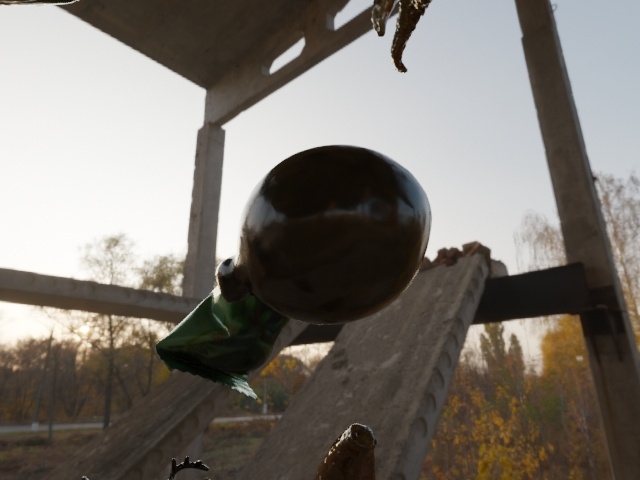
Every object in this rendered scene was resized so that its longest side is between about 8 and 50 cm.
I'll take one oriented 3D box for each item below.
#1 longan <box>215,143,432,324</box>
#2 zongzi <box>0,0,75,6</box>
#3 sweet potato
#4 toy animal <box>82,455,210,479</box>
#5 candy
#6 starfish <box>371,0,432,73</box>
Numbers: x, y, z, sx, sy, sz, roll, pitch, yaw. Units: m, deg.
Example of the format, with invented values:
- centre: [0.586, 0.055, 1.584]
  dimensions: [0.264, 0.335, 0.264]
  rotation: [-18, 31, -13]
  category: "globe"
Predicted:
- centre: [0.000, 0.000, 0.406]
  dimensions: [0.205, 0.159, 0.185]
  rotation: [-25, 0, -1]
  category: "longan"
- centre: [-0.535, -0.496, 0.763]
  dimensions: [0.275, 0.125, 0.251]
  rotation: [-3, 6, -14]
  category: "zongzi"
- centre: [0.021, 0.269, 0.366]
  dimensions: [0.078, 0.255, 0.058]
  rotation: [-2, 3, 24]
  category: "sweet potato"
- centre: [-0.346, 0.529, 0.848]
  dimensions: [0.244, 0.259, 0.087]
  rotation: [9, 20, -6]
  category: "toy animal"
- centre: [-0.114, 0.101, 0.865]
  dimensions: [0.172, 0.397, 0.263]
  rotation: [37, 1, 38]
  category: "candy"
- centre: [0.125, -0.298, 0.384]
  dimensions: [0.084, 0.293, 0.301]
  rotation: [29, -66, 2]
  category: "starfish"
